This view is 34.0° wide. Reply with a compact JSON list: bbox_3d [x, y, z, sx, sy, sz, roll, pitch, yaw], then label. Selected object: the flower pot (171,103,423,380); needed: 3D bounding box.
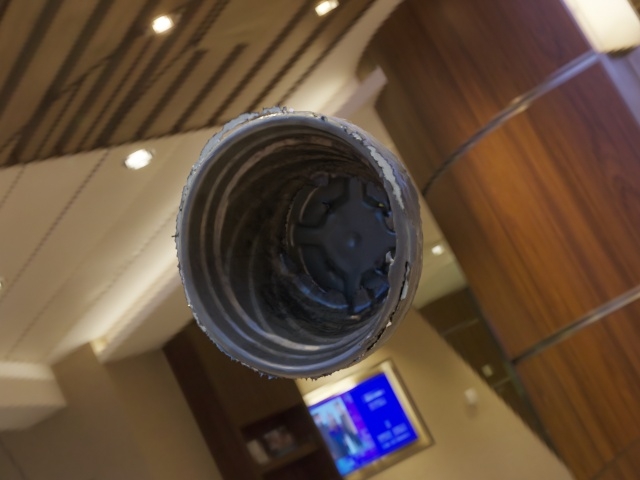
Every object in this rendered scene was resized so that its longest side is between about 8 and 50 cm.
[{"bbox_3d":[0.000,0.000,0.923,0.235,0.236,0.140,-33,-11,26],"label":"flower pot"}]
